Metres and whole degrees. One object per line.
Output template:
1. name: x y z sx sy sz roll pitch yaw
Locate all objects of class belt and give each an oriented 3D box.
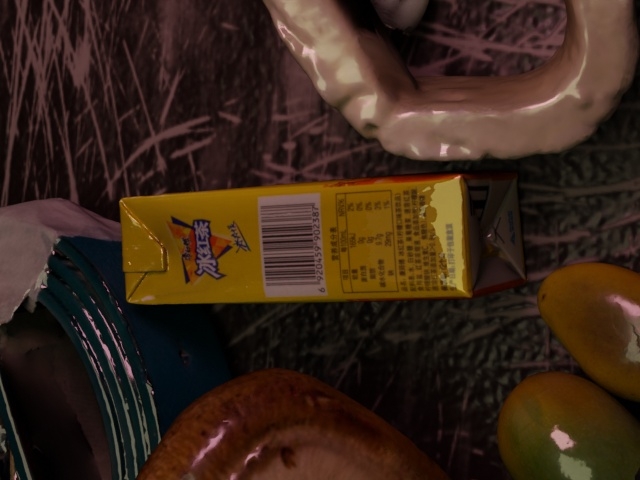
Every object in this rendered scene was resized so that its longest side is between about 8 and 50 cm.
1. belt: -0.248 0.171 1.419 0.300 0.173 0.437 -27 80 26

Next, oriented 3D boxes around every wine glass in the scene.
1. wine glass: 0.096 -0.271 1.260 0.072 0.072 0.155 38 109 20

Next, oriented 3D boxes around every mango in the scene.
1. mango: 0.257 0.213 1.169 0.251 0.156 0.114 39 86 8
2. mango: 0.257 0.076 1.201 0.161 0.076 0.103 34 110 30

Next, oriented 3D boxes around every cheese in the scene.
1. cheese: 0.110 -0.220 1.157 0.292 0.153 0.332 -25 100 14

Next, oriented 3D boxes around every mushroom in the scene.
1. mushroom: -0.010 0.273 1.205 0.259 0.345 0.346 179 85 -66

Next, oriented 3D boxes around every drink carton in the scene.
1. drink carton: 0.000 0.000 1.283 0.351 0.154 0.111 -3 92 28

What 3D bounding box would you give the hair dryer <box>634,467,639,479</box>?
1. hair dryer: 0.390 0.191 1.054 0.284 0.156 0.320 -32 71 -16
